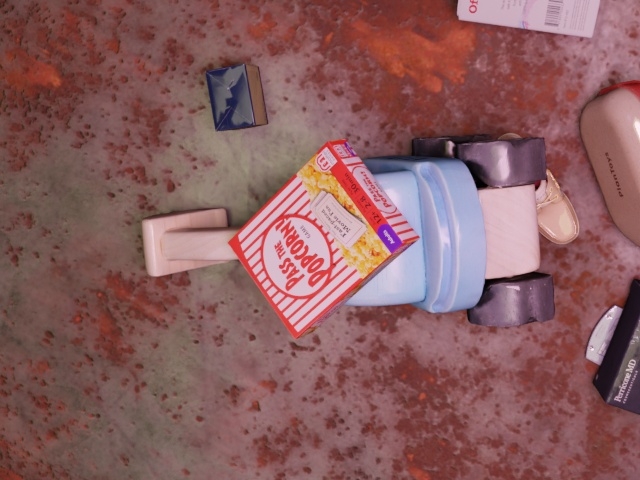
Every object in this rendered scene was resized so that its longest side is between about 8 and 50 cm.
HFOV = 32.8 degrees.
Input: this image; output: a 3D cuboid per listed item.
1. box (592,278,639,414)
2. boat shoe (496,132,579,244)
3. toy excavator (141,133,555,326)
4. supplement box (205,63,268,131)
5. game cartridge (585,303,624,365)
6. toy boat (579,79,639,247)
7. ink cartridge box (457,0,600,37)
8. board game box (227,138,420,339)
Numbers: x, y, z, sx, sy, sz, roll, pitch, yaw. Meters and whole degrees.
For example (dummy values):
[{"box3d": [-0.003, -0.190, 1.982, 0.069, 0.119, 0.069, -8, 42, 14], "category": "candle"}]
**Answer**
[{"box3d": [0.459, 0.153, 1.403, 0.158, 0.093, 0.156, 18, 101, 1], "category": "box"}, {"box3d": [0.282, -0.065, 1.433, 0.063, 0.059, 0.170, -36, 90, 13], "category": "boat shoe"}, {"box3d": [0.017, -0.012, 1.388, 0.445, 0.433, 0.223, -6, 97, -17], "category": "toy excavator"}, {"box3d": [-0.113, -0.193, 1.477, 0.056, 0.083, 0.083, -8, 96, 11], "category": "supplement box"}, {"box3d": [0.393, 0.131, 1.461, 0.056, 0.017, 0.083, 27, 101, 2], "category": "game cartridge"}, {"box3d": [0.438, -0.099, 1.370, 0.151, 0.151, 0.231, -22, 93, -10], "category": "toy boat"}, {"box3d": [0.269, -0.338, 1.369, 0.175, 0.072, 0.127, 10, 129, 9], "category": "ink cartridge box"}, {"box3d": [0.000, 0.000, 1.261, 0.193, 0.045, 0.147, -44, 75, 30], "category": "board game box"}]
